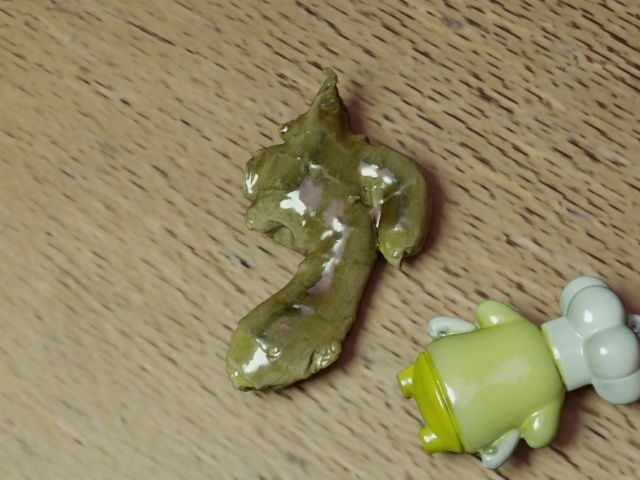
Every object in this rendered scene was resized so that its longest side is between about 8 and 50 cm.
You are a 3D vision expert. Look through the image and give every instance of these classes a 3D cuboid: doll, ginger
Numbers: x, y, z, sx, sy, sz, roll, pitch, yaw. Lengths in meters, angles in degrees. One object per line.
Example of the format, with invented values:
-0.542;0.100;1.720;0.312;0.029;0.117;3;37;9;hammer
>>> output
0.133;0.082;1.203;0.162;0.062;0.106;-21;72;1;doll
-0.011;0.001;1.260;0.133;0.059;0.214;35;79;11;ginger
